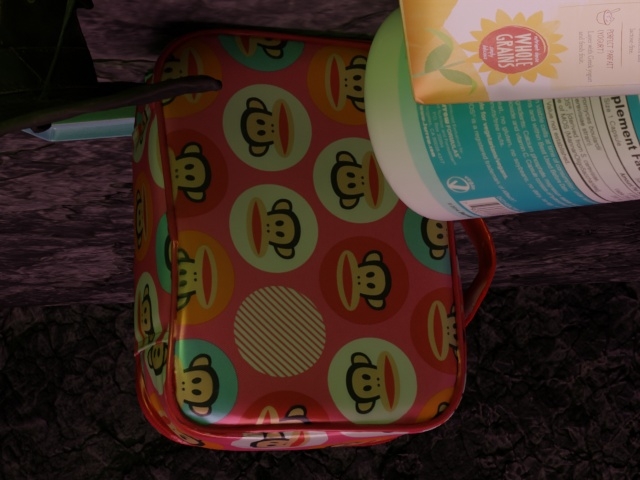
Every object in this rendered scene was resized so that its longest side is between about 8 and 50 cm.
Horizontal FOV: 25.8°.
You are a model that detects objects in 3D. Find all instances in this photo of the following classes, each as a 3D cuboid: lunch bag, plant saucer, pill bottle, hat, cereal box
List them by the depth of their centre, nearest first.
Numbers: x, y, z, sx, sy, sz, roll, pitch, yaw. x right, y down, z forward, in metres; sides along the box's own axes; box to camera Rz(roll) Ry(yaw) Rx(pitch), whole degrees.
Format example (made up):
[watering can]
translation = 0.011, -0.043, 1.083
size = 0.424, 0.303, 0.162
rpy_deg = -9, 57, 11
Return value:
[cereal box]
translation = 0.150, -0.137, 0.594
size = 0.240, 0.047, 0.173
rpy_deg = -2, 139, 9
[hat]
translation = -0.217, -0.111, 0.713
size = 0.331, 0.134, 0.331
rpy_deg = -7, -169, 1
[pill bottle]
translation = 0.169, -0.095, 0.839
size = 0.264, 0.146, 0.146
rpy_deg = -7, 171, 35
[lunch bag]
translation = 0.000, 0.000, 0.993
size = 0.258, 0.293, 0.120
rpy_deg = 2, 167, -17
[plant saucer]
translation = -0.161, -0.105, 1.206
size = 0.192, 0.018, 0.067
rpy_deg = -4, 172, 15

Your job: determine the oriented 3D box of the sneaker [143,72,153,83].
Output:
[sneaker]
translation = -0.106, -0.111, 1.106
size = 0.069, 0.038, 0.098
rpy_deg = -1, -178, -13
